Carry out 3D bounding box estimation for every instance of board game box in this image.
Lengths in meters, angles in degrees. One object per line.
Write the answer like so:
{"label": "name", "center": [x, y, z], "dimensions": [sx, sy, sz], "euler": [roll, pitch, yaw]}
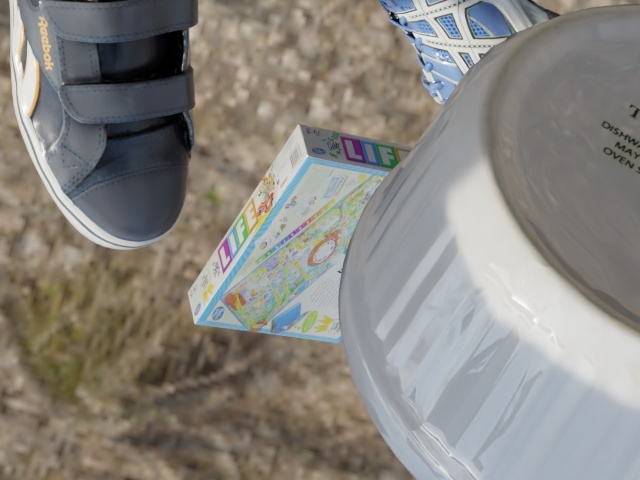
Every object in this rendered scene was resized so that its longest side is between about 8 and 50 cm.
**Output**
{"label": "board game box", "center": [0.000, 0.000, 1.105], "dimensions": [0.103, 0.026, 0.154], "euler": [10, 135, -29]}

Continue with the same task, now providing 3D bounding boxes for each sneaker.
{"label": "sneaker", "center": [0.080, -0.122, 1.082], "dimensions": [0.211, 0.081, 0.080], "euler": [34, -175, -7]}
{"label": "sneaker", "center": [-0.152, -0.150, 1.316], "dimensions": [0.126, 0.321, 0.127], "euler": [-18, -173, -31]}

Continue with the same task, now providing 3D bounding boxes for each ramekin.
{"label": "ramekin", "center": [0.152, 0.013, 0.826], "dimensions": [0.273, 0.273, 0.127], "euler": [16, 139, -3]}
